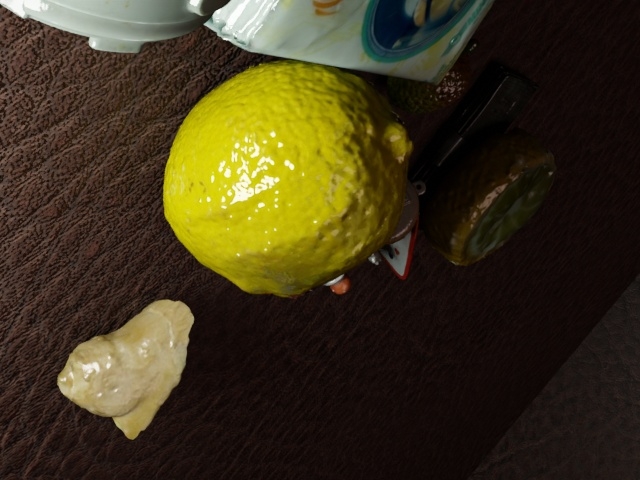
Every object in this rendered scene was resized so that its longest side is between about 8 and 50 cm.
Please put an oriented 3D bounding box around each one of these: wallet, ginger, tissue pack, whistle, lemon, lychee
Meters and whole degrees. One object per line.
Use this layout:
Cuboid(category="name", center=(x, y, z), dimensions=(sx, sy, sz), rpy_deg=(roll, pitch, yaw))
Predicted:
Cuboid(category="wallet", center=(0.239, -0.148, 1.739), dimensions=(0.317, 0.044, 0.169), rpy_deg=(-52, 156, 18))
Cuboid(category="ginger", center=(-0.261, 0.150, 1.381), dimensions=(0.122, 0.115, 0.193), rpy_deg=(32, 90, -47))
Cuboid(category="tissue pack", center=(0.066, -0.327, 1.099), dimensions=(0.388, 0.162, 0.287), rpy_deg=(-5, 134, -54))
Cuboid(category="whistle", center=(0.044, -0.029, 1.415), dimensions=(0.220, 0.107, 0.057), rpy_deg=(-25, 177, 0))
Cuboid(category="lemon", center=(-0.045, -0.070, 1.183), dimensions=(0.322, 0.268, 0.268), rpy_deg=(-27, 163, 27))
Cuboid(category="lychee", center=(0.153, -0.234, 1.420), dimensions=(0.146, 0.114, 0.114), rpy_deg=(-35, 163, 35))

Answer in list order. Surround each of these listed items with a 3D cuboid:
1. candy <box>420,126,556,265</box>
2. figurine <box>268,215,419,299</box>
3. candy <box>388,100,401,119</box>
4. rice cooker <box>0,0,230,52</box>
Cuboid(category="candy", center=(0.283, -0.074, 1.750), dimensions=(0.260, 0.118, 0.260), rpy_deg=(-36, 153, -22))
Cuboid(category="figurine", center=(0.000, 0.000, 1.509), dimensions=(0.226, 0.160, 0.183), rpy_deg=(-25, 147, -21))
Cuboid(category="candy", center=(-0.013, -0.088, 1.385), dimensions=(0.271, 0.101, 0.143), rpy_deg=(-45, -161, -2))
Cuboid(category="rice cooker", center=(-0.149, -0.286, 0.758), dimensions=(0.280, 0.241, 0.227), rpy_deg=(-42, 163, -53))
